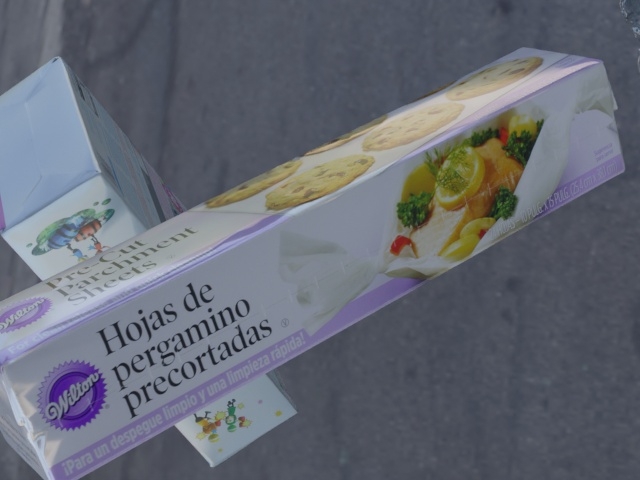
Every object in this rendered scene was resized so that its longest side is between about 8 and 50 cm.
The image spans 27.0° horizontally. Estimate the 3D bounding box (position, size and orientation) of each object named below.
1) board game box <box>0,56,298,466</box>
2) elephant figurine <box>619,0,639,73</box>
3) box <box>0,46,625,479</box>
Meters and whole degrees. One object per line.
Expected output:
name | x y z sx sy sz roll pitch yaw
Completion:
board game box | -0.156 0.018 1.145 0.097 0.303 0.224 -34 35 4
elephant figurine | 0.369 -0.209 1.095 0.186 0.239 0.169 -23 95 55
box | 0.000 0.000 0.609 0.067 0.324 0.063 22 134 57
